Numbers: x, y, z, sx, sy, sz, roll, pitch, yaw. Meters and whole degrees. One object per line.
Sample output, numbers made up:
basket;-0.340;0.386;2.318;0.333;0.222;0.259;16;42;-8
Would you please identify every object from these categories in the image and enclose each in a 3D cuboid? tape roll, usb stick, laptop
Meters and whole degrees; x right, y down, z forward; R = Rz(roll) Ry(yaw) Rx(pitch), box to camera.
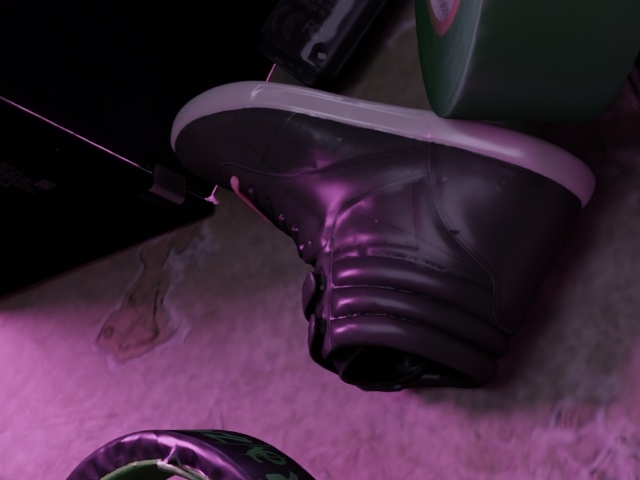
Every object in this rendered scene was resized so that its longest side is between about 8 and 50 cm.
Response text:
tape roll;0.099;-0.218;0.648;0.077;0.321;0.321;1;66;-3
usb stick;0.058;-0.223;0.858;0.077;0.045;0.278;40;99;37
laptop;-0.238;-0.164;0.855;0.408;0.382;0.236;-20;58;34

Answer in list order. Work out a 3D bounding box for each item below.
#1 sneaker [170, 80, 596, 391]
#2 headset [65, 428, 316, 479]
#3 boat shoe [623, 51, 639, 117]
sneaker;0.000;0.000;0.763;0.296;0.104;0.147;12;75;39
headset;-0.099;0.291;0.664;0.243;0.185;0.394;11;94;44
boat shoe;0.208;-0.030;0.595;0.113;0.105;0.306;-33;52;27
